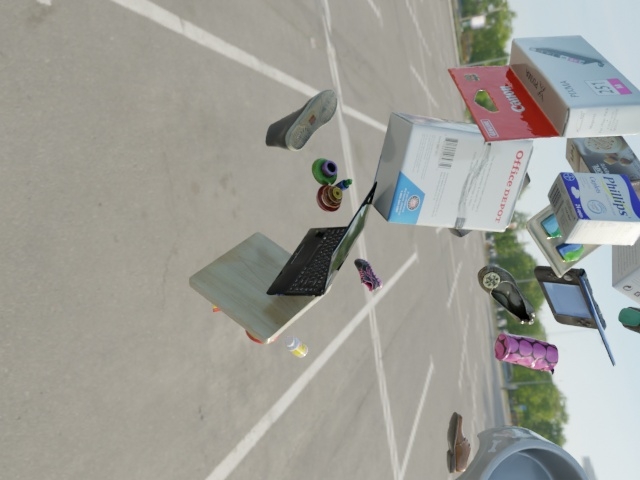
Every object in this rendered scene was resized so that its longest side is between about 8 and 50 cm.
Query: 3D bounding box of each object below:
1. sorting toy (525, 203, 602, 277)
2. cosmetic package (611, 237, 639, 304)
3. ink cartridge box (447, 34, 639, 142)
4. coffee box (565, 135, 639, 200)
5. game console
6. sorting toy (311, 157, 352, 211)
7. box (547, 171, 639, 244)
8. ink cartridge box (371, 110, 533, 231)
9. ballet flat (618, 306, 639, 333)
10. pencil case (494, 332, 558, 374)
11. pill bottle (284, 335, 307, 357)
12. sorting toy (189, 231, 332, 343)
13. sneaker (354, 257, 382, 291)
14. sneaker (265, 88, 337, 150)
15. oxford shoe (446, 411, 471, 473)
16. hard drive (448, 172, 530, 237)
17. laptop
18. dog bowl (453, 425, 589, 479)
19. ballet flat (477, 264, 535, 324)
[{"bbox_3d":[0.631,-0.032,1.513,0.193,0.208,0.038,49,3,-24],"label":"sorting toy"},{"bbox_3d":[1.076,-0.017,1.786,0.453,0.161,0.230,-55,-176,45],"label":"cosmetic package"},{"bbox_3d":[0.359,-0.259,1.012,0.275,0.238,0.060,-96,-176,-51],"label":"ink cartridge box"},{"bbox_3d":[0.800,-0.205,1.721,0.247,0.141,0.098,-93,170,-46],"label":"coffee box"},{"bbox_3d":[0.825,0.243,1.995,0.173,0.250,0.293,-52,125,-28],"label":"game console"},{"bbox_3d":[0.023,-0.098,1.035,0.061,0.042,0.102,7,69,-34],"label":"sorting toy"},{"bbox_3d":[0.518,-0.061,1.152,0.072,0.137,0.126,98,-8,-50],"label":"box"},{"bbox_3d":[0.293,-0.152,1.388,0.129,0.307,0.223,-125,-137,-61],"label":"ink cartridge box"},{"bbox_3d":[0.754,0.193,1.393,0.203,0.074,0.074,-59,140,-85],"label":"ballet flat"},{"bbox_3d":[0.640,0.353,1.915,0.095,0.209,0.098,-91,-155,-46],"label":"pencil case"},{"bbox_3d":[-0.073,0.308,1.789,0.083,0.043,0.044,48,37,-49],"label":"pill bottle"},{"bbox_3d":[-0.151,0.130,1.540,0.255,0.257,0.089,-37,153,-41],"label":"sorting toy"},{"bbox_3d":[0.140,0.109,1.908,0.057,0.047,0.119,-34,83,-38],"label":"sneaker"},{"bbox_3d":[-0.054,-0.329,1.638,0.222,0.118,0.083,-49,129,-26],"label":"sneaker"},{"bbox_3d":[0.468,0.676,2.058,0.076,0.075,0.213,-108,-163,-79],"label":"oxford shoe"},{"bbox_3d":[0.424,-0.121,1.583,0.172,0.254,0.054,41,11,-51],"label":"hard drive"},{"bbox_3d":[0.000,0.000,1.393,0.234,0.264,0.137,-56,129,-37],"label":"laptop"},{"bbox_3d":[0.421,0.569,1.271,0.102,0.348,0.349,146,-59,-69],"label":"dog bowl"},{"bbox_3d":[0.522,0.159,1.699,0.250,0.084,0.058,45,23,-27],"label":"ballet flat"}]
